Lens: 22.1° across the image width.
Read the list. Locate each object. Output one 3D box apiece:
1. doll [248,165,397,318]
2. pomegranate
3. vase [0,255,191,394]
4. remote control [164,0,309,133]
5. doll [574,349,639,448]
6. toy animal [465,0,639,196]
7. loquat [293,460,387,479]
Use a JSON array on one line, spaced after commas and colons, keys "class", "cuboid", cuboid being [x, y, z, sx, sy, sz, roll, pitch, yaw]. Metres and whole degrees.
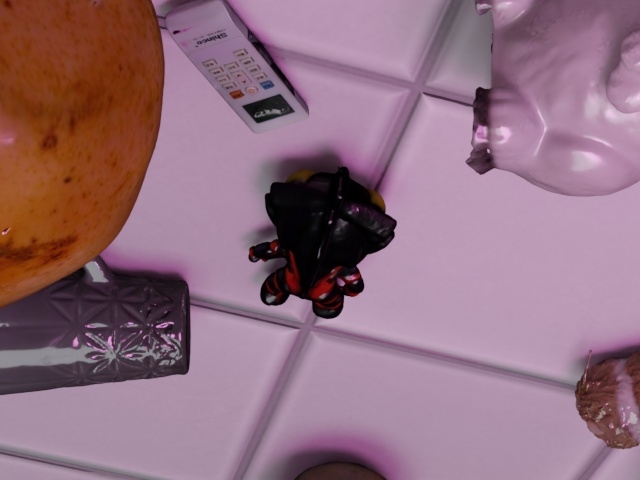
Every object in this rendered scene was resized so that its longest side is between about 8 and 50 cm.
[{"class": "doll", "cuboid": [-0.001, -0.003, 1.630, 0.127, 0.088, 0.248, -10, 152, -12]}, {"class": "pomegranate", "cuboid": [-0.326, -0.130, 1.298, 0.417, 0.416, 0.416, 4, 141, 3]}, {"class": "vase", "cuboid": [-0.290, 0.083, 1.734, 0.301, 0.156, 0.251, 0, 115, -2]}, {"class": "remote control", "cuboid": [-0.072, -0.160, 1.482, 0.065, 0.029, 0.166, -16, 141, 23]}, {"class": "doll", "cuboid": [0.385, 0.169, 1.764, 0.221, 0.105, 0.115, -2, 134, 13]}, {"class": "toy animal", "cuboid": [0.301, -0.132, 1.334, 0.357, 0.194, 0.258, 0, 177, 11]}, {"class": "loquat", "cuboid": [0.018, 0.360, 1.998, 0.179, 0.179, 0.227, 12, 144, -8]}]
